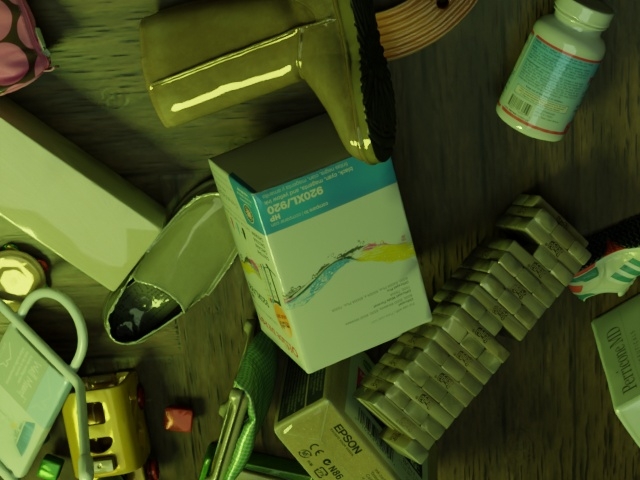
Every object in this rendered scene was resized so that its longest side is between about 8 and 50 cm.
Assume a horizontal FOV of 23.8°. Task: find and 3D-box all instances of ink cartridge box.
[{"bbox_3d":[0.050,0.245,1.872,0.088,0.193,0.234,-32,111,19],"label":"ink cartridge box"},{"bbox_3d":[0.000,0.000,1.746,0.168,0.171,0.232,-23,114,-14],"label":"ink cartridge box"}]

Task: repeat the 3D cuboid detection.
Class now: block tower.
[{"bbox_3d":[0.176,0.099,1.777,0.097,0.091,0.335,42,81,-15],"label":"block tower"}]

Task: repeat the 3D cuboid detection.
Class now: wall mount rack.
[{"bbox_3d":[-0.377,0.242,1.855,0.304,0.130,0.350,42,122,21],"label":"wall mount rack"}]

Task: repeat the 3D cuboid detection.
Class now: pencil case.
[{"bbox_3d":[-0.375,-0.271,1.703,0.098,0.095,0.209,-12,113,18],"label":"pencil case"}]

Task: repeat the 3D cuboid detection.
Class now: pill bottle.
[{"bbox_3d":[0.268,-0.199,1.715,0.087,0.087,0.160,20,115,-7],"label":"pill bottle"}]

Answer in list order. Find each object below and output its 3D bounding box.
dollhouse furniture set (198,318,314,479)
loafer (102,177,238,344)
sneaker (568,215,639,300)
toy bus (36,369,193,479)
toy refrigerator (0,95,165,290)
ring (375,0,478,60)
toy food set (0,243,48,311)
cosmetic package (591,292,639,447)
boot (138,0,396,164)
[{"bbox_3d":[-0.063,0.274,1.889,0.151,0.197,0.301,15,115,-4],"label":"dollhouse furniture set"},{"bbox_3d":[-0.171,0.038,1.840,0.102,0.092,0.268,35,112,-14],"label":"loafer"},{"bbox_3d":[0.372,0.024,1.842,0.161,0.057,0.075,-23,129,11],"label":"sneaker"},{"bbox_3d":[-0.271,0.267,1.931,0.202,0.104,0.191,35,101,-2],"label":"toy bus"},{"bbox_3d":[-0.323,-0.066,1.799,0.269,0.094,0.102,35,105,-14],"label":"toy refrigerator"},{"bbox_3d":[0.038,-0.358,1.680,0.336,0.032,0.336,1,114,1],"label":"ring"},{"bbox_3d":[-0.380,0.047,1.891,0.083,0.020,0.082,40,110,-15],"label":"toy food set"},{"bbox_3d":[0.560,0.089,1.764,0.453,0.230,0.161,-33,109,15],"label":"cosmetic package"},{"bbox_3d":[-0.059,-0.170,1.670,0.269,0.089,0.236,-14,76,25],"label":"boot"}]
